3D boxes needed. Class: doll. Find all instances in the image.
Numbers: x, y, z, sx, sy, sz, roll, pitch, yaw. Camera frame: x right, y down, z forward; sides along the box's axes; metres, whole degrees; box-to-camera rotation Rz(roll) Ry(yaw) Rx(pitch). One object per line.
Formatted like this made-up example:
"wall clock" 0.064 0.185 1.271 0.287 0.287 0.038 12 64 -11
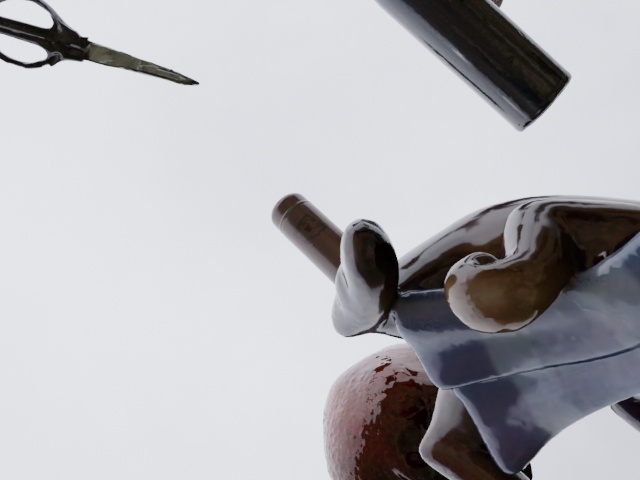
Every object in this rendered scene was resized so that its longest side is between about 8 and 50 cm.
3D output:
"doll" 0.194 0.071 0.381 0.318 0.339 0.209 28 -109 -43

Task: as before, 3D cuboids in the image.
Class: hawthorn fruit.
"hawthorn fruit" 0.101 0.205 0.828 0.215 0.250 0.215 -2 -72 -6

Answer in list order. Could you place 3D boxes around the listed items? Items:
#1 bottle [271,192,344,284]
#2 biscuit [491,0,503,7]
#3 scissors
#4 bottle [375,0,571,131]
"bottle" 0.000 0.000 0.916 0.053 0.053 0.140 -33 -122 -24
"biscuit" 0.227 -0.371 1.067 0.250 0.035 0.162 -55 -37 -4
"scissors" -0.316 -0.262 1.080 0.300 0.022 0.109 16 -56 -11
"bottle" 0.123 -0.210 0.718 0.244 0.072 0.082 40 -93 -2
